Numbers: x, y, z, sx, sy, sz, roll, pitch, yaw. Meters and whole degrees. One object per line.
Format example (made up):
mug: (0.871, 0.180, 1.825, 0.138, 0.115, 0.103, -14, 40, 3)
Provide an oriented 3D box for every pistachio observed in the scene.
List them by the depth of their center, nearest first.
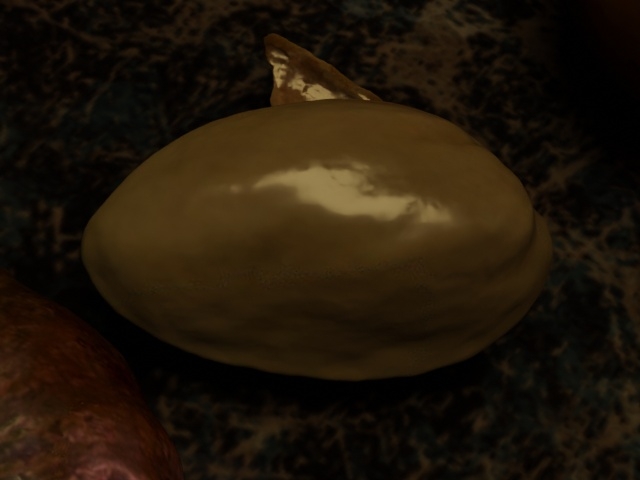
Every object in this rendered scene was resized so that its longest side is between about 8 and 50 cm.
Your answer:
pistachio: (0.000, 0.000, 0.732, 0.226, 0.136, 0.136, -2, 55, -8)

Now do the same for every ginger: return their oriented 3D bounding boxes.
ginger: (0.019, -0.059, 0.826, 0.137, 0.044, 0.057, 37, 26, 8)

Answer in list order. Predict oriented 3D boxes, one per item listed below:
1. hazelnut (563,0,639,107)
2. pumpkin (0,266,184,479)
hazelnut: (0.313, -0.189, 0.822, 0.365, 0.366, 0.366, 6, 54, -8)
pumpkin: (-0.181, 0.094, 0.551, 0.325, 0.242, 0.232, 18, 61, -4)
